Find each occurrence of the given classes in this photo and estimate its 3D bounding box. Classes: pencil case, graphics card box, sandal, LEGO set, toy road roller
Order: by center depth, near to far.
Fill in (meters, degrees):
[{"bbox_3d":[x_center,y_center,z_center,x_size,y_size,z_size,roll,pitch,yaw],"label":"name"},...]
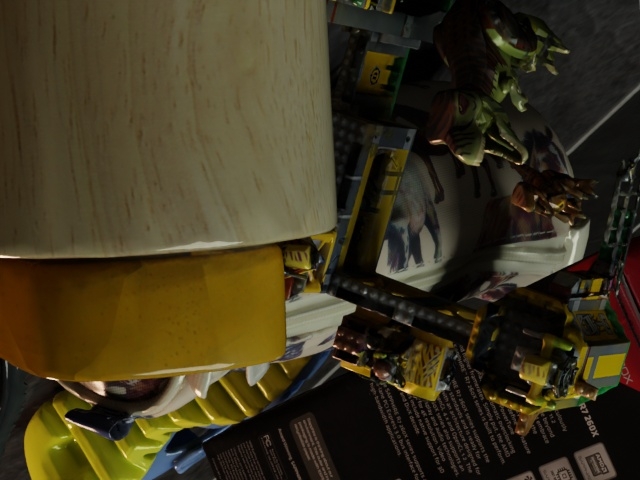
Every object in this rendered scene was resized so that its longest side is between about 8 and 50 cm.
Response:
[{"bbox_3d":[-0.156,-0.064,0.644,0.240,0.203,0.329,-5,-175,-24],"label":"toy road roller"},{"bbox_3d":[0.052,-0.068,0.935,0.192,0.255,0.331,0,115,-60],"label":"LEGO set"},{"bbox_3d":[0.000,0.000,1.222,0.410,0.183,0.160,-15,141,-46],"label":"pencil case"},{"bbox_3d":[0.110,0.170,1.265,0.371,0.233,0.094,-29,172,36],"label":"graphics card box"},{"bbox_3d":[-0.093,0.101,1.476,0.317,0.126,0.138,-34,168,36],"label":"sandal"}]

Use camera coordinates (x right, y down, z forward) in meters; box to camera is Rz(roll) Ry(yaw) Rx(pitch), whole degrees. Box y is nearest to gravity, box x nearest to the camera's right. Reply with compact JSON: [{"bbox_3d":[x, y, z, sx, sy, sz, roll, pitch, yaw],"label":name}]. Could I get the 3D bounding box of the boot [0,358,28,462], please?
[{"bbox_3d":[-0.289,0.118,1.145,0.207,0.094,0.246,-21,147,-35],"label":"boot"}]
